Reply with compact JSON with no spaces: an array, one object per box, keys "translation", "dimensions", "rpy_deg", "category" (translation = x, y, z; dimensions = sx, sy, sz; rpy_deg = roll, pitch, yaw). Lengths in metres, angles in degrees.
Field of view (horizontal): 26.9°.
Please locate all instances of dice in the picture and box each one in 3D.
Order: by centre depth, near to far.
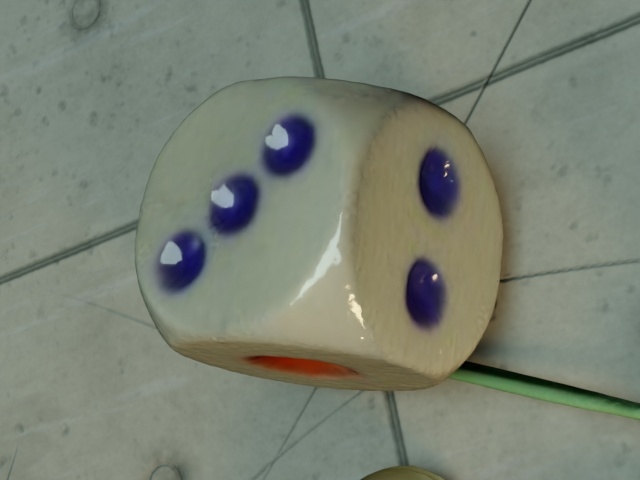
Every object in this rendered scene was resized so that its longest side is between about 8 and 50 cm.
[{"translation":[0.000,0.000,1.275],"dimensions":[0.259,0.243,0.251],"rpy_deg":[-4,72,40],"category":"dice"}]

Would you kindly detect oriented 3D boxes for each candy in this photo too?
[{"translation":[0.248,0.145,1.211],"dimensions":[0.440,0.119,0.119],"rpy_deg":[10,86,41],"category":"candy"}]

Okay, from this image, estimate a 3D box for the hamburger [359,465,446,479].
[{"translation":[0.071,0.321,1.265],"dimensions":[0.173,0.116,0.210],"rpy_deg":[17,94,40],"category":"hamburger"}]
